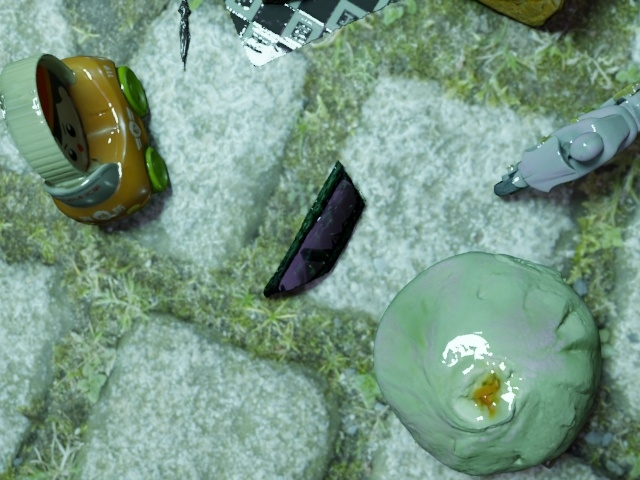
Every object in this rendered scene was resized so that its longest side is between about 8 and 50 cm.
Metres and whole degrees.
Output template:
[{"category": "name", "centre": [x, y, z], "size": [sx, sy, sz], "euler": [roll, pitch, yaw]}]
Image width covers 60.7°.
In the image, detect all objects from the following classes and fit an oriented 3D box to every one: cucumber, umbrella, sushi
[{"category": "cucumber", "centre": [0.000, 0.000, 0.760], "size": [0.070, 0.046, 0.220], "euler": [29, 94, -5]}, {"category": "umbrella", "centre": [-0.195, -0.305, 0.777], "size": [0.022, 0.013, 0.122], "euler": [7, 91, -17]}, {"category": "sushi", "centre": [-0.036, -0.388, 0.744], "size": [0.231, 0.047, 0.220], "euler": [-24, 90, 5]}]

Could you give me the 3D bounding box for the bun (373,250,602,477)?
[{"category": "bun", "centre": [0.211, 0.157, 0.677], "size": [0.293, 0.187, 0.293], "euler": [0, 90, 4]}]

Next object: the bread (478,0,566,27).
[{"category": "bread", "centre": [0.257, -0.363, 0.671], "size": [0.143, 0.158, 0.149], "euler": [26, 93, -2]}]

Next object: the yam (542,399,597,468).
[{"category": "yam", "centre": [0.341, 0.264, 0.751], "size": [0.021, 0.021, 0.116], "euler": [36, 93, 2]}]

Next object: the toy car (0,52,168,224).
[{"category": "toy car", "centre": [-0.313, -0.132, 0.690], "size": [0.145, 0.235, 0.235], "euler": [-16, 91, 5]}]

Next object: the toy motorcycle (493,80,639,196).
[{"category": "toy motorcycle", "centre": [0.324, -0.119, 0.673], "size": [0.225, 0.152, 0.073], "euler": [-30, 89, 6]}]
